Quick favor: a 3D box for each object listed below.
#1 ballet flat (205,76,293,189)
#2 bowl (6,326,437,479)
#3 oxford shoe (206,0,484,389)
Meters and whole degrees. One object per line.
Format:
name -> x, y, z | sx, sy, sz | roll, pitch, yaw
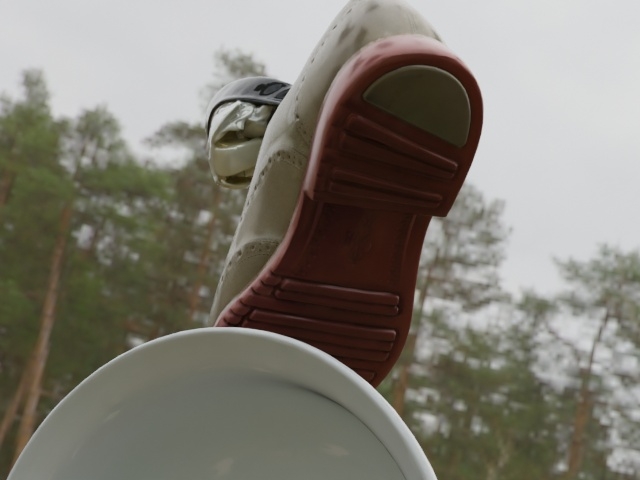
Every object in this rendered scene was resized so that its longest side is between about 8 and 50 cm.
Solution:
ballet flat -> -0.031, -0.083, 1.134 | 0.096, 0.095, 0.280 | -24, 20, -37
bowl -> -0.035, 0.204, 0.742 | 0.297, 0.298, 0.134 | 0, -16, 31
oxford shoe -> 0.000, 0.000, 0.909 | 0.123, 0.130, 0.348 | 15, -58, -23
